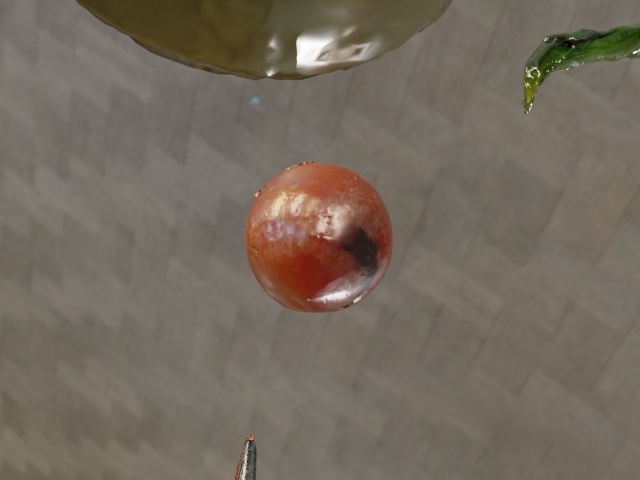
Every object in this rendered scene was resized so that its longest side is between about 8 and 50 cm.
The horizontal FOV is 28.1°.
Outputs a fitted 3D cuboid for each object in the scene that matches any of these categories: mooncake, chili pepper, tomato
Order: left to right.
[{"bbox_3d":[-0.036,-0.321,0.955,0.393,0.394,0.246,67,150,17],"label":"mooncake"},{"bbox_3d":[0.000,0.000,1.760,0.208,0.208,0.184,89,155,-43],"label":"tomato"},{"bbox_3d":[0.388,-0.261,1.777,0.076,0.359,0.085,48,139,26],"label":"chili pepper"}]

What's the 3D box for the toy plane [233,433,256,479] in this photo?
[{"bbox_3d":[-0.057,0.228,0.909,0.130,0.189,0.061,16,159,-20],"label":"toy plane"}]
